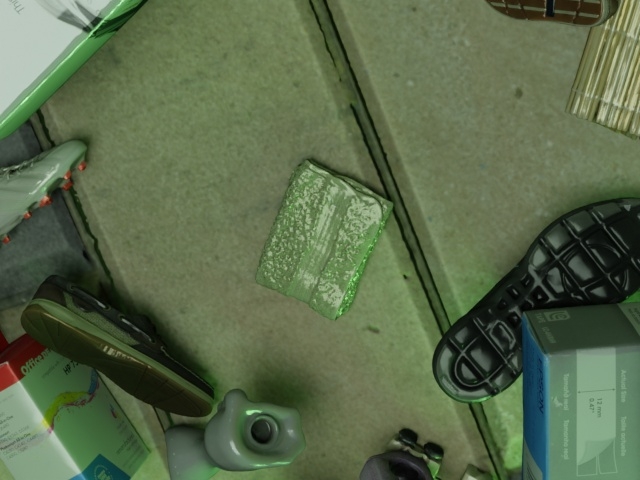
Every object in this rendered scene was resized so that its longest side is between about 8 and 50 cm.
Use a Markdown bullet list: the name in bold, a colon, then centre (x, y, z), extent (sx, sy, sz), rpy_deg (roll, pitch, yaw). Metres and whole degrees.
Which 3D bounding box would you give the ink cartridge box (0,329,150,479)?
- **ink cartridge box**: centre (-0.291, 0.174, 1.878), extent (0.078, 0.134, 0.231), rpy_deg (-29, 99, 23)

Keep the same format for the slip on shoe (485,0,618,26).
- **slip on shoe**: centre (0.211, -0.228, 1.655), extent (0.135, 0.041, 0.051), rpy_deg (14, 111, 32)

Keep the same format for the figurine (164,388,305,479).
- **figurine**: centre (-0.095, 0.272, 1.831), extent (0.209, 0.092, 0.215), rpy_deg (-27, 70, 55)

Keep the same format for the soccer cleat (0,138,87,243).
- **soccer cleat**: centre (-0.322, -0.052, 1.850), extent (0.196, 0.068, 0.076), rpy_deg (-38, 92, 26)

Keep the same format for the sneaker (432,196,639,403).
- **sneaker**: centre (0.215, 0.048, 1.721), extent (0.267, 0.106, 0.101), rpy_deg (-38, 90, 7)

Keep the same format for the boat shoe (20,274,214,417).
- **boat shoe**: centre (-0.201, 0.107, 1.863), extent (0.223, 0.073, 0.080), rpy_deg (30, 147, -13)

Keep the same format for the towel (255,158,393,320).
- **towel**: centre (0.000, 0.000, 1.798), extent (0.110, 0.027, 0.148), rpy_deg (26, 113, 7)

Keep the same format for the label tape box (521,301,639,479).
- **label tape box**: centre (0.366, 0.184, 1.660), extent (0.348, 0.115, 0.249), rpy_deg (-4, 109, -3)

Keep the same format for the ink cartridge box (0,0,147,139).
- **ink cartridge box**: centre (-0.268, -0.321, 1.645), extent (0.395, 0.166, 0.285), rpy_deg (-43, 93, 9)

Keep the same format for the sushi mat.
- **sushi mat**: centre (0.337, -0.235, 1.631), extent (0.151, 0.019, 0.316), rpy_deg (17, 112, 8)

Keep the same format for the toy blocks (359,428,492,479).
- **toy blocks**: centre (0.106, 0.418, 1.783), extent (0.289, 0.260, 0.309), rpy_deg (27, 113, 6)
